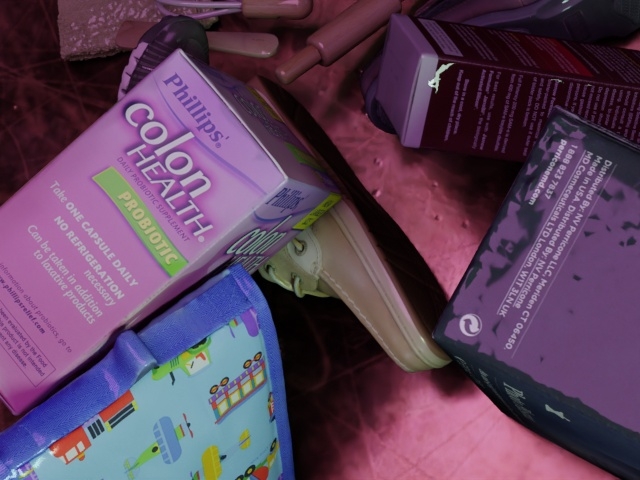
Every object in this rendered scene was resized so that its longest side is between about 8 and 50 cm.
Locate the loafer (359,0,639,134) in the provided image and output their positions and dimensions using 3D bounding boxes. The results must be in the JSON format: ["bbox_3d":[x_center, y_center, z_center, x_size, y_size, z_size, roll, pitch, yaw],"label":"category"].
[{"bbox_3d":[0.163,-0.187,1.304,0.303,0.109,0.095,-27,51,1],"label":"loafer"}]

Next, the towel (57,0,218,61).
[{"bbox_3d":[-0.167,-0.219,1.434,0.148,0.027,0.110,-12,74,11],"label":"towel"}]

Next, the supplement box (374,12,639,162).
[{"bbox_3d":[0.171,-0.105,1.197,0.239,0.130,0.073,7,110,-10],"label":"supplement box"}]

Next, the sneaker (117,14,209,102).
[{"bbox_3d":[-0.118,-0.063,1.296,0.106,0.078,0.234,42,126,40],"label":"sneaker"}]

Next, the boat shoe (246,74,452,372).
[{"bbox_3d":[0.000,0.000,1.289,0.098,0.109,0.302,-42,62,12],"label":"boat shoe"}]

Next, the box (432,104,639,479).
[{"bbox_3d":[0.263,0.086,1.086,0.294,0.296,0.182,26,83,21],"label":"box"}]

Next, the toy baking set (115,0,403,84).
[{"bbox_3d":[-0.038,-0.207,1.363,0.256,0.030,0.197,-42,55,-20],"label":"toy baking set"}]

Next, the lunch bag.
[{"bbox_3d":[-0.130,0.151,1.148,0.221,0.293,0.138,-34,67,-23],"label":"lunch bag"}]

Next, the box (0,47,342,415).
[{"bbox_3d":[-0.126,-0.002,1.146,0.243,0.213,0.117,-42,82,7],"label":"box"}]
